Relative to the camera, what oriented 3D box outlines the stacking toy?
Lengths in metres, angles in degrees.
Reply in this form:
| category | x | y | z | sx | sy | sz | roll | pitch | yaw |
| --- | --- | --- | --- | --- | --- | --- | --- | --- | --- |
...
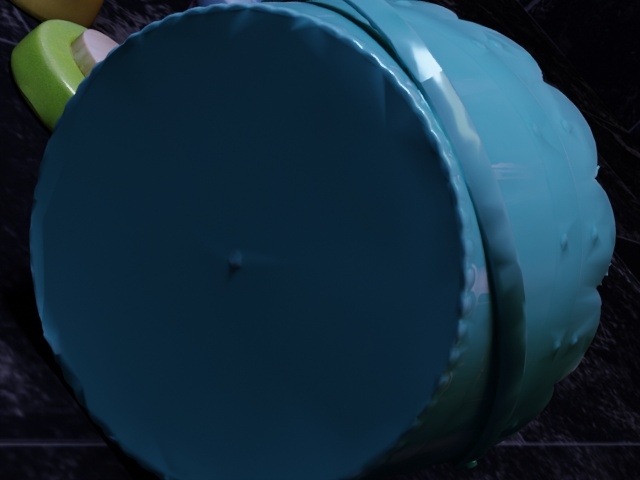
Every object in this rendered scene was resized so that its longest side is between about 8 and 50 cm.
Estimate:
| category | x | y | z | sx | sy | sz | roll | pitch | yaw |
| --- | --- | --- | --- | --- | --- | --- | --- | --- | --- |
| stacking toy | -0.089 | -0.148 | 1.069 | 0.309 | 0.130 | 0.279 | 30 | 25 | -36 |

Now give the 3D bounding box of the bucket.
| category | x | y | z | sx | sy | sz | roll | pitch | yaw |
| --- | --- | --- | --- | --- | --- | --- | --- | --- | --- |
| bucket | 0.000 | 0.000 | 0.777 | 0.281 | 0.281 | 0.183 | 50 | 23 | 13 |
